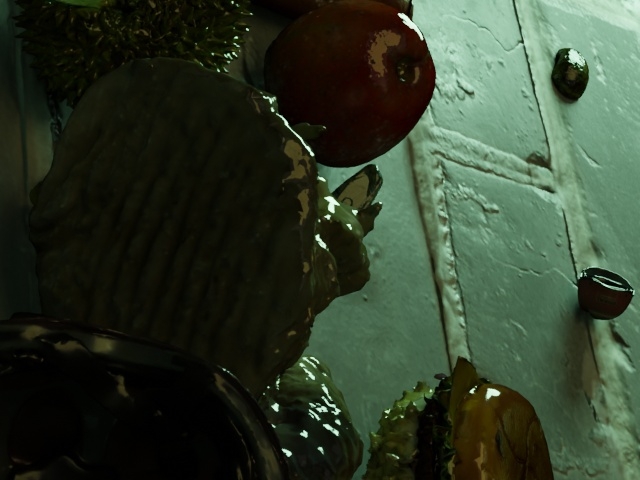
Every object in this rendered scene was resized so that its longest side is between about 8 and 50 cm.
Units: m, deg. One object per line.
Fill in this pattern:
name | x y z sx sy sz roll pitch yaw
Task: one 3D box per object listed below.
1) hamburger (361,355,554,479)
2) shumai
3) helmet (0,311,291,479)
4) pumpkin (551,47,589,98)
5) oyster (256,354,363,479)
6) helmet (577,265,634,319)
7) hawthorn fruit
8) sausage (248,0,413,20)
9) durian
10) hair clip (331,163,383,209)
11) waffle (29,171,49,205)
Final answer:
hamburger | 0.128 0.234 1.718 0.261 0.138 0.243 38 47 -54
shumai | -0.088 0.019 1.600 0.262 0.267 0.314 17 77 -69
helmet | -0.195 0.199 1.385 0.338 0.197 0.271 3 77 -10
pumpkin | 0.315 -0.214 2.328 0.050 0.028 0.083 31 40 -22
oyster | -0.057 0.208 1.593 0.341 0.110 0.166 -24 80 -50
helmet | 0.319 0.064 2.113 0.065 0.049 0.084 18 13 6
hawthorn fruit | 0.034 -0.163 1.902 0.173 0.173 0.173 25 47 -30
sausage | -0.026 -0.285 1.996 0.330 0.102 0.102 18 51 -36
durian | -0.172 -0.210 1.718 0.237 0.177 0.200 -14 28 -35
hair clip | -0.001 0.001 1.851 0.066 0.036 0.229 40 51 -3
waffle | -0.145 0.004 1.703 0.229 0.051 0.231 53 39 6
